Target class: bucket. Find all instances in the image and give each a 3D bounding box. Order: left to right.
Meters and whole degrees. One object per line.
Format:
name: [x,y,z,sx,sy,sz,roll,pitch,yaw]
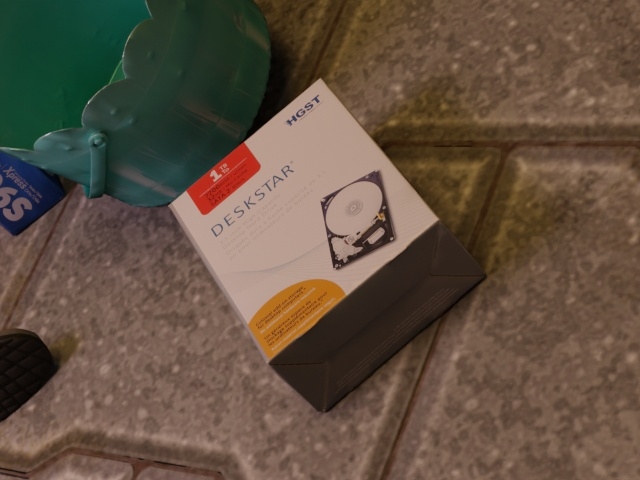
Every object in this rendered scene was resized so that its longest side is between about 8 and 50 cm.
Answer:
bucket: [-0.194,-0.173,1.561,0.281,0.183,0.281,-21,55,33]

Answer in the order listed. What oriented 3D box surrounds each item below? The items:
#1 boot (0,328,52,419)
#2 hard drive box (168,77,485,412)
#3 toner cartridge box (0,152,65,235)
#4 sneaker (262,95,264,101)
boot: [-0.375,0.121,1.589,0.246,0.083,0.161,-33,38,10]
hard drive box: [0.000,0.000,1.392,0.181,0.089,0.232,-40,43,3]
toner cartridge box: [-0.400,-0.165,1.629,0.075,0.348,0.165,-38,44,4]
sneaker: [-0.089,-0.135,1.611,0.083,0.032,0.037,8,46,38]
